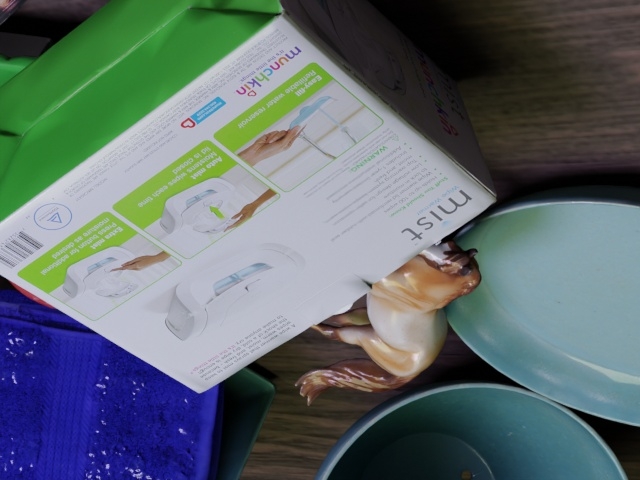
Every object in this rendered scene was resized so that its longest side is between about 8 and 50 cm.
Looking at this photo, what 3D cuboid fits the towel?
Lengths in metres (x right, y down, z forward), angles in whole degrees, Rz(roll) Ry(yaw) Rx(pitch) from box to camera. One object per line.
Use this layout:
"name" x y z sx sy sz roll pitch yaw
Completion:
"towel" -0.238 0.151 1.508 0.308 0.227 0.076 6 166 -2

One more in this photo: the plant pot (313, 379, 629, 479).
"plant pot" 0.113 0.255 1.552 0.290 0.290 0.195 26 180 -10

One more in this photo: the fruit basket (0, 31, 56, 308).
"fruit basket" -0.235 -0.037 1.399 0.327 0.165 0.353 9 165 22

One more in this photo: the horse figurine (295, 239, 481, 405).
"horse figurine" 0.040 0.047 1.351 0.175 0.066 0.263 20 145 14

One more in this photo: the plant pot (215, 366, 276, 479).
"plant pot" -0.192 0.185 1.697 0.165 0.165 0.234 33 156 -22

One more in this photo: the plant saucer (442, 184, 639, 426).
"plant saucer" 0.245 0.050 1.328 0.318 0.043 0.317 15 149 9

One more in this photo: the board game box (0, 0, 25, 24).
"board game box" -0.289 -0.241 1.166 0.243 0.042 0.165 33 148 -21

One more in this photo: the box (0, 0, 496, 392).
"box" -0.061 -0.048 1.134 0.262 0.126 0.231 -35 135 21
